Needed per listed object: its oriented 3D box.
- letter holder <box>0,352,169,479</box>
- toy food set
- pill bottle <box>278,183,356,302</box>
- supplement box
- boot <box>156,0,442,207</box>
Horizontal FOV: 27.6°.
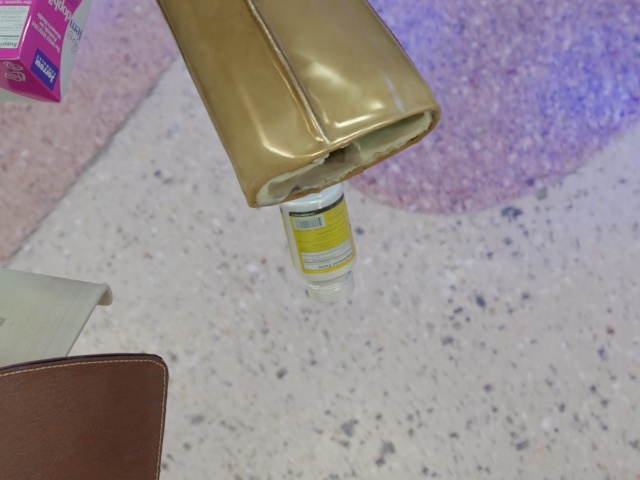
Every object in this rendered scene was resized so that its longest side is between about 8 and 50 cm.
[{"bbox_3d":[-0.306,0.196,1.207,0.152,0.301,0.214,17,105,40],"label":"letter holder"},{"bbox_3d":[-0.421,0.141,1.695,0.219,0.092,0.306,9,32,6],"label":"toy food set"},{"bbox_3d":[0.000,0.000,1.272,0.065,0.116,0.065,-9,28,5],"label":"pill bottle"},{"bbox_3d":[-0.356,-0.287,1.577,0.114,0.111,0.220,5,69,21],"label":"supplement box"},{"bbox_3d":[-0.089,-0.140,0.805,0.236,0.089,0.270,-27,76,-4],"label":"boot"}]
